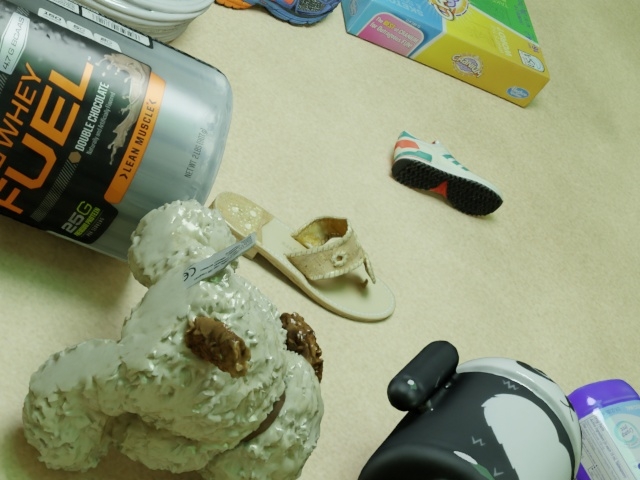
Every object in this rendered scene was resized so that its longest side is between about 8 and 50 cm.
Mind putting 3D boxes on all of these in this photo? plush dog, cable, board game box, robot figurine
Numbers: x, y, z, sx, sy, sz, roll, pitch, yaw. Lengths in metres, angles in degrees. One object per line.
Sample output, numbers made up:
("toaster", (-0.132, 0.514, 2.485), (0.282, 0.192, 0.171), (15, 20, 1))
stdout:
("plush dog", (-0.078, 0.124, 1.130), (0.225, 0.211, 0.262), (50, 62, -39))
("cable", (-0.244, -0.333, 1.554), (0.257, 0.089, 0.257), (50, 37, 10))
("board game box", (0.169, -0.343, 1.952), (0.317, 0.064, 0.242), (18, 42, -28))
("robot figurine", (0.141, 0.222, 1.259), (0.174, 0.209, 0.278), (20, 31, 21))

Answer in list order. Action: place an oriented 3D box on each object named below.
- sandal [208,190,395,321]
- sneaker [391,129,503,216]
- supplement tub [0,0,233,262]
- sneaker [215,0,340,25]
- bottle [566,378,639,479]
("sandal", (-0.001, 0.004, 1.434), (0.240, 0.079, 0.088), (29, 38, -17))
("sneaker", (0.162, -0.090, 1.694), (0.161, 0.057, 0.075), (21, 46, -21))
("supplement tub", (-0.267, -0.125, 1.222), (0.338, 0.207, 0.207), (22, 41, -23))
("sneaker", (-0.051, -0.337, 1.730), (0.221, 0.087, 0.083), (0, 54, -42))
("bottle", (0.355, 0.286, 1.454), (0.118, 0.092, 0.282), (-1, 54, -44))
